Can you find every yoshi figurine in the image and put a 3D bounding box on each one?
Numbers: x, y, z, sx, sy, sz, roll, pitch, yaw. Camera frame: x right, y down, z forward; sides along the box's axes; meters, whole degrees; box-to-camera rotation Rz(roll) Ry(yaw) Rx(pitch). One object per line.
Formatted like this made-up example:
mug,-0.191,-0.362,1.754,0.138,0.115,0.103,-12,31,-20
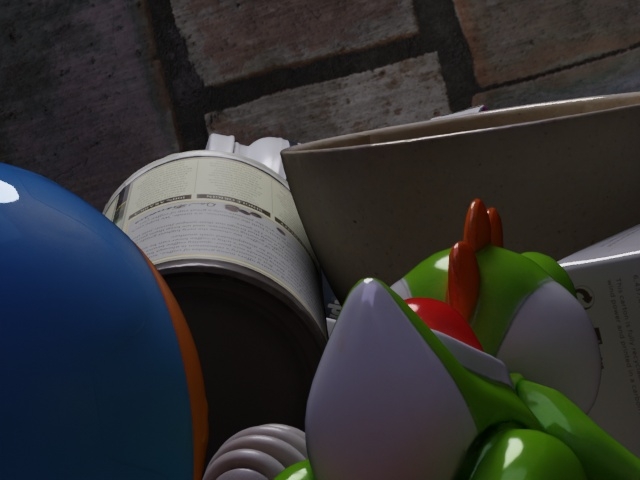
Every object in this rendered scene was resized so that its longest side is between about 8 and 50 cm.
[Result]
yoshi figurine,0.067,0.126,0.729,0.203,0.204,0.362,-57,-3,26

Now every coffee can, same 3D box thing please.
coffee can,-0.093,0.062,1.265,0.202,0.201,0.275,-13,21,3

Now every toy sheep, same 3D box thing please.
toy sheep,-0.032,0.158,0.993,0.091,0.091,0.132,-13,-2,18

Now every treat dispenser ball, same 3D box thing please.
treat dispenser ball,-0.203,0.098,0.826,0.288,0.288,0.288,-13,2,0

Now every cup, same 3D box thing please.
cup,0.149,0.018,1.266,0.331,0.236,0.331,-9,6,1

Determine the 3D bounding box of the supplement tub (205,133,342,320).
supplement tub,0.000,0.000,1.655,0.272,0.191,0.191,13,-1,-7

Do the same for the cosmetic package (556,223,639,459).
cosmetic package,0.341,0.035,0.904,0.366,0.155,0.197,-11,3,36

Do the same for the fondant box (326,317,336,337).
fondant box,-0.167,0.098,1.556,0.330,0.096,0.238,15,-13,-30

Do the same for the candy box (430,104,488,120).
candy box,0.135,0.008,1.505,0.071,0.159,0.233,-13,39,41
